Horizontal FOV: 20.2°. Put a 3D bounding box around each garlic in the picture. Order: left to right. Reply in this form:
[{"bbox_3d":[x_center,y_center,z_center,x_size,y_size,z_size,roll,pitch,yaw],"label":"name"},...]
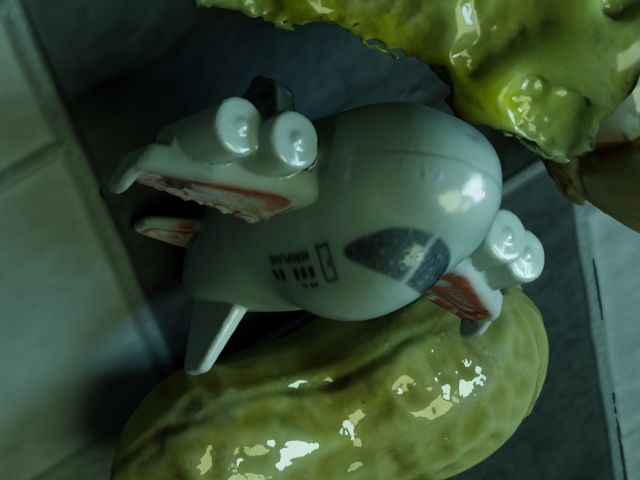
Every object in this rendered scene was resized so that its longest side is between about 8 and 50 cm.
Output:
[{"bbox_3d":[0.191,-0.077,1.117,0.099,0.124,0.174,-40,94,-9],"label":"garlic"}]

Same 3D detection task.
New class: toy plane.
[{"bbox_3d":[0.001,-0.004,0.981,0.252,0.252,0.118,38,53,-49],"label":"toy plane"}]

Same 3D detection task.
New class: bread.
[{"bbox_3d":[0.067,-0.165,0.950,0.251,0.133,0.174,20,112,1],"label":"bread"}]

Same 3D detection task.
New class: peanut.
[{"bbox_3d":[0.009,0.103,1.121,0.305,0.147,0.147,-21,134,-19],"label":"peanut"}]
